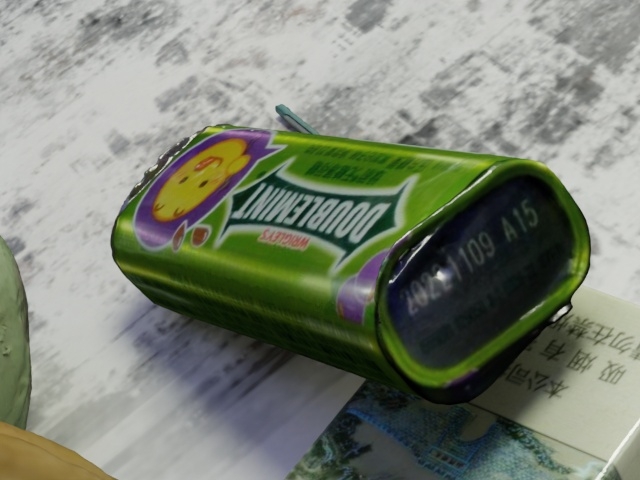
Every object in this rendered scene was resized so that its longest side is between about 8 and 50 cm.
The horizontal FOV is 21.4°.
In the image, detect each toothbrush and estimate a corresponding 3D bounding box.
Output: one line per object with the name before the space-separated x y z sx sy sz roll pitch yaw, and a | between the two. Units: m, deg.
toothbrush | 0.014 -0.059 1.163 0.014 0.011 0.167 -35 41 -13

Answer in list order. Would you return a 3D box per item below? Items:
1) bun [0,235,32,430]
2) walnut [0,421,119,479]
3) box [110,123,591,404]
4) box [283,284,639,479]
bun | -0.281 0.118 1.010 0.283 0.283 0.179 -35 75 -5
walnut | -0.216 0.232 0.804 0.344 0.306 0.306 -34 41 -12
box | 0.000 0.000 0.974 0.134 0.097 0.345 -45 25 -16
box | 0.078 0.134 0.891 0.164 0.069 0.256 21 61 42
